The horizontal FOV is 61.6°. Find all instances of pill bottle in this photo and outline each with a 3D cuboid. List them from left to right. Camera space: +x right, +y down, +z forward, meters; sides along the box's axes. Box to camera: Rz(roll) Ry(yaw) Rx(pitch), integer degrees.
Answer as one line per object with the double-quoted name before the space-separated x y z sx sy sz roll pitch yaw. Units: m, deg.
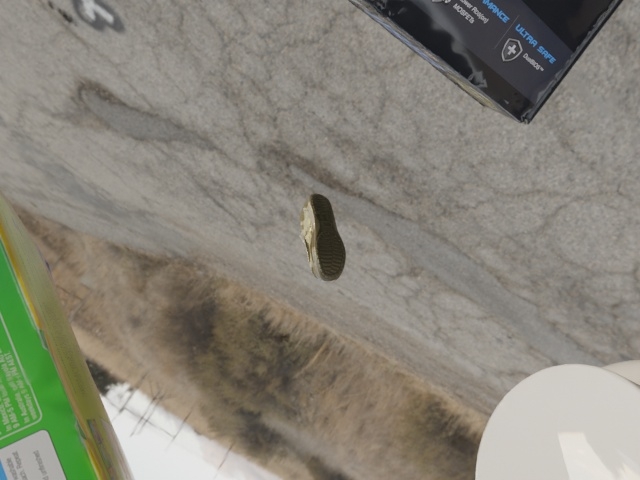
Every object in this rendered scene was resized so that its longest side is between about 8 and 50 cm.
"pill bottle" 0.263 0.194 0.356 0.323 0.181 0.182 28 168 -24

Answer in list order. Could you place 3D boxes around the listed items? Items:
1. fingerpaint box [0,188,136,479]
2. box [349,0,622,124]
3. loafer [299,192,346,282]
"fingerpaint box" -0.308 0.190 0.535 0.444 0.163 0.371 63 157 9
"box" 0.135 -0.281 0.382 0.296 0.293 0.073 26 -161 -30
"loafer" 0.000 0.000 0.817 0.056 0.147 0.050 11 147 -28
